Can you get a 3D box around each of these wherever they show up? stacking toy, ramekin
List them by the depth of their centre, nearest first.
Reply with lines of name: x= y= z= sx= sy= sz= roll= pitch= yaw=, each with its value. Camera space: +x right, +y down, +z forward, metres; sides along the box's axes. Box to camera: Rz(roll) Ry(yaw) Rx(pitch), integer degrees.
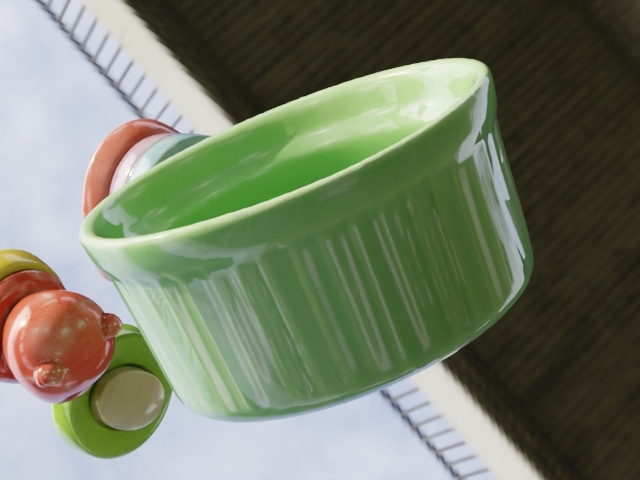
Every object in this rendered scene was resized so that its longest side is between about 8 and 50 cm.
ramekin: x=0.000 y=0.000 z=1.084 sx=0.303 sy=0.303 sz=0.148 roll=-29 pitch=-74 yaw=-25
stacking toy: x=-0.153 y=0.065 z=1.421 sx=0.309 sy=0.130 sz=0.279 roll=-51 pitch=-45 yaw=-22
